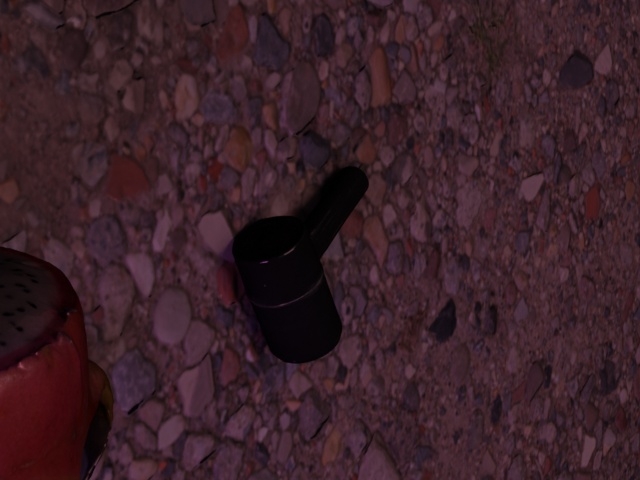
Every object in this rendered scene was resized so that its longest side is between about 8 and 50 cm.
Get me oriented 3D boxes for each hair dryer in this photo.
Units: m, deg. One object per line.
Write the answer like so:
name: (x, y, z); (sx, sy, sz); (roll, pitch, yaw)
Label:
hair dryer: (0.000, 0.000, 1.488); (0.219, 0.071, 0.124); (-58, 140, -42)

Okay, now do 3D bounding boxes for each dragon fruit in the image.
dragon fruit: (-0.260, 0.128, 0.971); (0.290, 0.291, 0.189); (-32, 120, -47)
